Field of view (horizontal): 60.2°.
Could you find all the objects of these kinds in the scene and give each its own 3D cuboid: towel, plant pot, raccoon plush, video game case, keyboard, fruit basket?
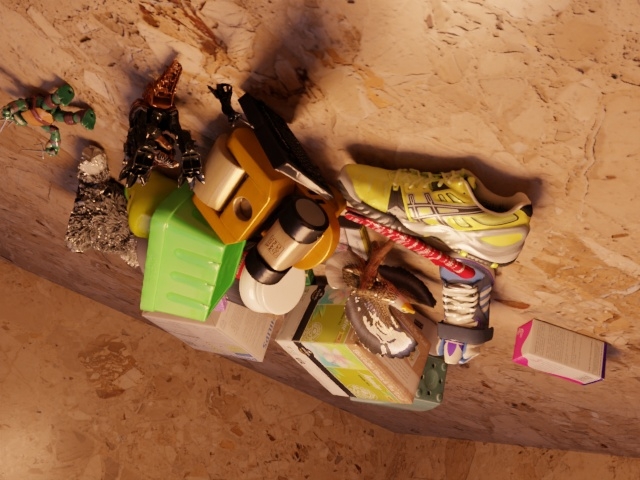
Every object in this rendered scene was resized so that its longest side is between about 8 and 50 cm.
[{"bbox_3d":[0.190,0.003,1.214,0.275,0.031,0.199,27,-178,-14],"label":"towel"},{"bbox_3d":[0.293,0.466,1.911,0.247,0.247,0.252,22,164,-34],"label":"plant pot"},{"bbox_3d":[-0.553,-0.055,1.592,0.299,0.216,0.446,17,156,-15],"label":"raccoon plush"},{"bbox_3d":[0.000,0.000,1.491,0.275,0.035,0.248,10,154,19],"label":"video game case"},{"bbox_3d":[-0.090,-0.187,0.931,0.202,0.033,0.317,27,-161,-32],"label":"keyboard"},{"bbox_3d":[-0.375,-0.027,1.381,0.393,0.283,0.391,13,130,16],"label":"fruit basket"}]

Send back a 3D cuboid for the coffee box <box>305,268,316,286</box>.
[{"bbox_3d":[-0.076,0.118,1.779,0.113,0.040,0.184,14,154,12],"label":"coffee box"}]

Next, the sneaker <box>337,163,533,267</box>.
[{"bbox_3d":[0.224,-0.087,1.084,0.385,0.145,0.147,20,126,3],"label":"sneaker"}]

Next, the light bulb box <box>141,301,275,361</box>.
[{"bbox_3d":[-0.413,0.282,2.132,0.358,0.225,0.361,5,152,27],"label":"light bulb box"}]

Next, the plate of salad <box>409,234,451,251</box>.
[{"bbox_3d":[0.219,-0.026,1.229,0.200,0.048,0.200,28,-177,-2],"label":"plate of salad"}]

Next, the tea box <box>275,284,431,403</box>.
[{"bbox_3d":[0.106,0.313,1.694,0.324,0.219,0.329,-8,134,42],"label":"tea box"}]

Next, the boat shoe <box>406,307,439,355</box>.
[{"bbox_3d":[0.302,0.293,1.811,0.268,0.096,0.088,37,154,-32],"label":"boat shoe"}]

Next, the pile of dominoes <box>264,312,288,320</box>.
[{"bbox_3d":[-0.170,0.135,1.775,0.196,0.040,0.251,20,127,36],"label":"pile of dominoes"}]

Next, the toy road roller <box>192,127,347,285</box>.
[{"bbox_3d":[-0.094,-0.082,1.213,0.329,0.241,0.202,49,125,10],"label":"toy road roller"}]

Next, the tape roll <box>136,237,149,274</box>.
[{"bbox_3d":[-0.433,0.025,1.627,0.072,0.219,0.219,4,151,31],"label":"tape roll"}]

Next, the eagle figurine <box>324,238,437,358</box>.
[{"bbox_3d":[0.165,0.143,1.407,0.227,0.225,0.298,-24,140,9],"label":"eagle figurine"}]

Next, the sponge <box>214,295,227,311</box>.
[{"bbox_3d":[-0.371,0.147,1.554,0.210,0.031,0.117,10,147,5],"label":"sponge"}]

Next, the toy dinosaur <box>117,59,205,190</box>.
[{"bbox_3d":[-0.342,-0.221,1.120,0.165,0.218,0.321,-13,151,-14],"label":"toy dinosaur"}]

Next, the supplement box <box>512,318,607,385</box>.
[{"bbox_3d":[0.681,0.321,1.579,0.220,0.113,0.111,18,156,0],"label":"supplement box"}]

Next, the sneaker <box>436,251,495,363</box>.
[{"bbox_3d":[0.355,0.185,1.381,0.130,0.236,0.322,6,153,25],"label":"sneaker"}]

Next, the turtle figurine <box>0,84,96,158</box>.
[{"bbox_3d":[-0.647,-0.283,1.274,0.234,0.118,0.175,-10,160,21],"label":"turtle figurine"}]

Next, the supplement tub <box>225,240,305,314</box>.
[{"bbox_3d":[-0.198,0.100,1.601,0.272,0.191,0.191,13,157,40],"label":"supplement tub"}]
